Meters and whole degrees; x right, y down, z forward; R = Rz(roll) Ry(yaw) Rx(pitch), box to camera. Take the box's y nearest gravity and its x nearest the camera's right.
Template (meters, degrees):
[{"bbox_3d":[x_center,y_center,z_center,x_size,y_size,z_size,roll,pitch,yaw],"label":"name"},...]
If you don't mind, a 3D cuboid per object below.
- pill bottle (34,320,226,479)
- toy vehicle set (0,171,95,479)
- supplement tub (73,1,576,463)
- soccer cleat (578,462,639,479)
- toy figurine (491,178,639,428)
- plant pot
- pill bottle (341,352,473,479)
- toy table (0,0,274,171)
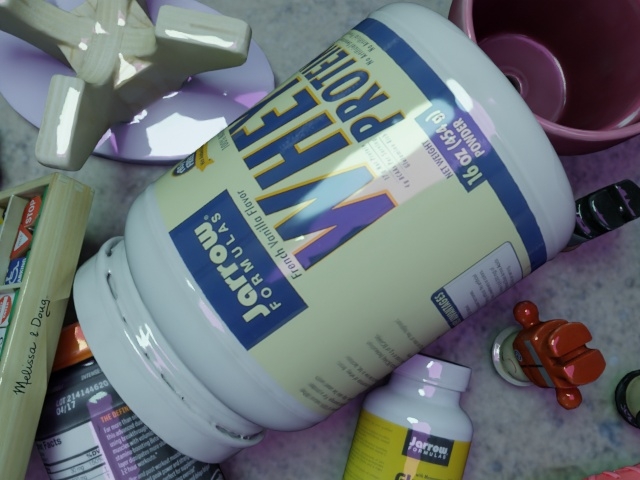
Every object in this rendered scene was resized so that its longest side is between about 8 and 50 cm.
[{"bbox_3d":[-0.163,0.184,0.530,0.131,0.130,0.245,-22,87,-6],"label":"pill bottle"},{"bbox_3d":[-0.269,0.086,0.490,0.166,0.035,0.266,-10,65,37],"label":"toy vehicle set"},{"bbox_3d":[0.000,0.000,0.492,0.325,0.235,0.235,-37,88,4],"label":"supplement tub"},{"bbox_3d":[0.271,0.265,0.579,0.319,0.108,0.116,3,65,-3],"label":"soccer cleat"},{"bbox_3d":[0.284,0.065,0.573,0.213,0.148,0.209,17,78,0],"label":"toy figurine"},{"bbox_3d":[0.203,-0.165,0.563,0.202,0.180,0.201,0,85,-4],"label":"plant pot"},{"bbox_3d":[0.079,0.196,0.560,0.103,0.103,0.184,16,84,-3],"label":"pill bottle"},{"bbox_3d":[-0.180,-0.173,0.548,0.275,0.161,0.252,-1,85,-3],"label":"toy table"}]
